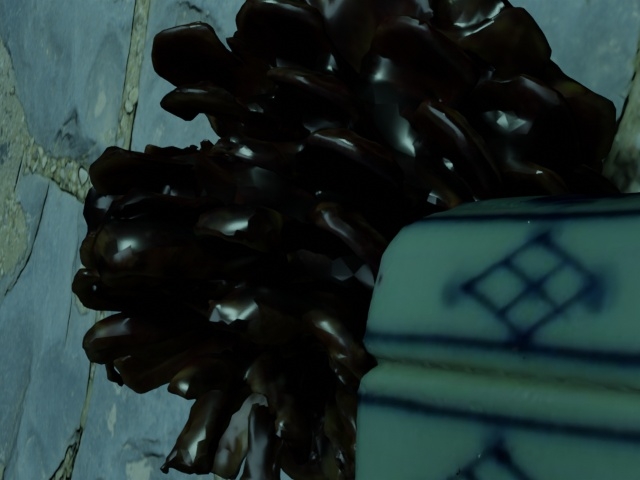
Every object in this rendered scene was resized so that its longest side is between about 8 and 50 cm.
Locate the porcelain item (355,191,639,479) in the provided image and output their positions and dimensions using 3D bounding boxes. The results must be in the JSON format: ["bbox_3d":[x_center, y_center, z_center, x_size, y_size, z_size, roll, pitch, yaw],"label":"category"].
[{"bbox_3d":[0.174,0.070,0.541,0.286,0.281,0.157,-1,82,60],"label":"porcelain item"}]

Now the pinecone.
[{"bbox_3d":[-0.004,0.000,0.838,0.298,0.242,0.296,5,63,34],"label":"pinecone"}]
